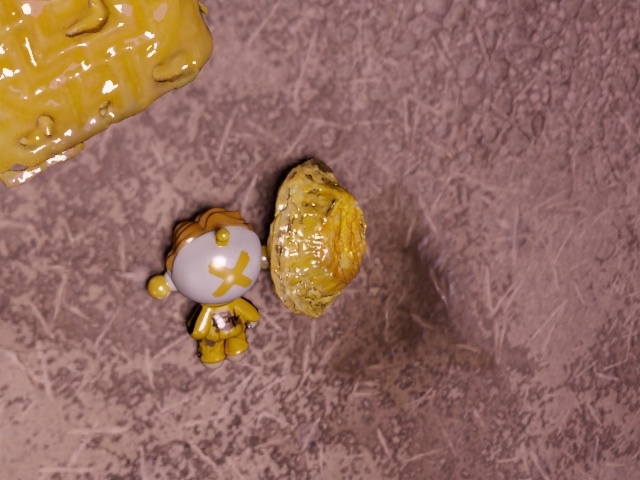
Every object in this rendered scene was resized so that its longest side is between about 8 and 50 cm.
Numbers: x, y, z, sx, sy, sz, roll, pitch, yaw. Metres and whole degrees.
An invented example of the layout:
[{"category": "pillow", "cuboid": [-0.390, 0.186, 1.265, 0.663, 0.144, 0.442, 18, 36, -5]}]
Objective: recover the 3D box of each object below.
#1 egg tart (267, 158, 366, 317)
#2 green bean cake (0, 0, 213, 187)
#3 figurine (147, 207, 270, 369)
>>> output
[{"category": "egg tart", "cuboid": [0.000, 0.000, 1.215, 0.130, 0.052, 0.130, -10, 101, -61]}, {"category": "green bean cake", "cuboid": [-0.198, -0.172, 0.994, 0.229, 0.131, 0.224, -30, 123, -21]}, {"category": "figurine", "cuboid": [-0.086, 0.041, 1.196, 0.101, 0.068, 0.143, 6, 120, -33]}]
